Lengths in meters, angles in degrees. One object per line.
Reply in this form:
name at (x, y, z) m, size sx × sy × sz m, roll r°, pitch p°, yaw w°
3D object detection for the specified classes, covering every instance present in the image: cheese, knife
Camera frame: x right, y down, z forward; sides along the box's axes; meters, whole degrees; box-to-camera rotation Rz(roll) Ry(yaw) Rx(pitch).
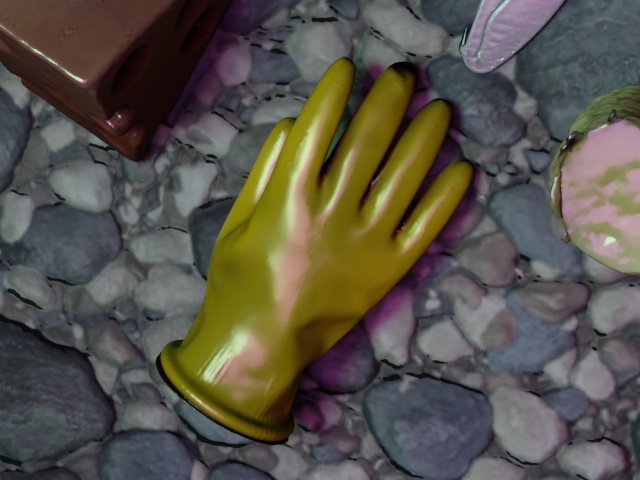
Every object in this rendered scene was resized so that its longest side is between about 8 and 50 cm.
cheese at (0.215, -0.040, 1.056) m, size 0.123 × 0.167 × 0.094 m, roll 35°, pitch 110°, yaw 8°
knife at (0.172, -0.267, 1.101) m, size 0.081 × 0.043 × 0.336 m, roll 18°, pitch 115°, yaw 10°
cheese at (-0.174, -0.155, 1.178) m, size 0.128 × 0.177 × 0.203 m, roll 37°, pitch 113°, yaw 10°

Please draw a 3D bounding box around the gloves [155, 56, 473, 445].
gloves at (0.001, 0.001, 1.202) m, size 0.133 × 0.116 × 0.294 m, roll 28°, pitch 104°, yaw -16°
